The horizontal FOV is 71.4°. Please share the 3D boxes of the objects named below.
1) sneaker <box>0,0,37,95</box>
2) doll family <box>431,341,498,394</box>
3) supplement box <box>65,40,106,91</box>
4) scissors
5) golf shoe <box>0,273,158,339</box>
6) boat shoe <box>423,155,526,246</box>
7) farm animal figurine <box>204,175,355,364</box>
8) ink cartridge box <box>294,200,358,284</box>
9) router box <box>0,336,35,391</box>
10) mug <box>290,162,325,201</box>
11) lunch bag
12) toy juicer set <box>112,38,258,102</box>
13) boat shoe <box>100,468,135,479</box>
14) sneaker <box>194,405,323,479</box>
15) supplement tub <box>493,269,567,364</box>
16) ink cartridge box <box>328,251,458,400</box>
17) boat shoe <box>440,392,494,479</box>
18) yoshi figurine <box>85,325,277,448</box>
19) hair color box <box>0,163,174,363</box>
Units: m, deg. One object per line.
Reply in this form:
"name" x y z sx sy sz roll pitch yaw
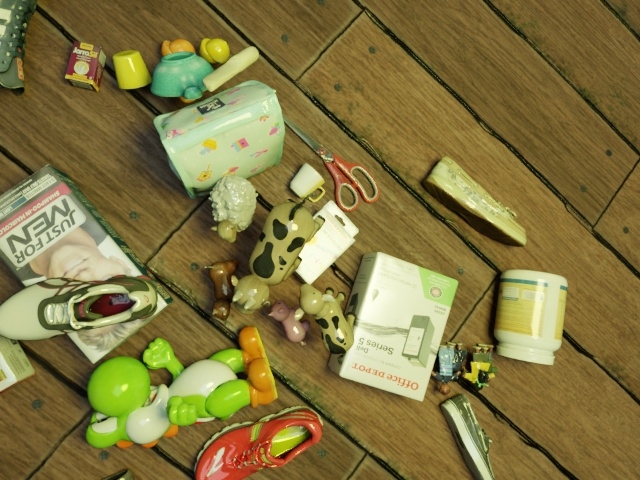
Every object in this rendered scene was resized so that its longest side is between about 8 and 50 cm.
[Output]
"sneaker" -0.619 -0.380 0.871 0.148 0.131 0.350 38 85 -14
"doll family" 0.336 0.299 1.038 0.193 0.076 0.111 6 89 -6
"supplement box" -0.488 -0.362 0.930 0.055 0.043 0.083 10 83 -9
"scissors" 0.024 -0.199 1.038 0.109 0.021 0.297 -35 92 -10
"golf shoe" -0.423 0.110 0.762 0.273 0.120 0.105 -11 91 -11
"boat shoe" 0.382 -0.088 1.058 0.285 0.104 0.089 36 82 -6
"farm animal figurine" -0.076 0.069 0.841 0.330 0.172 0.327 15 109 9
"ink cartridge box" 0.000 0.000 0.993 0.181 0.061 0.104 -44 95 -12
"router box" -0.762 0.187 0.809 0.301 0.082 0.335 -29 92 -12
"mug" -0.029 -0.124 1.000 0.078 0.062 0.064 44 87 1
"lunch bag" -0.191 -0.196 0.867 0.223 0.262 0.160 -26 91 -12
"toy juicer set" -0.241 -0.332 0.888 0.209 0.329 0.089 -40 138 -36
"boat shoe" -0.471 0.506 0.850 0.227 0.081 0.069 -12 85 -19
"sneaker" -0.125 0.421 0.905 0.279 0.118 0.107 -23 90 -13
"supplement tub" 0.485 0.175 1.038 0.144 0.144 0.200 11 83 -11
"ink cartridge box" 0.158 0.186 0.984 0.198 0.115 0.273 20 82 -10
"boat shoe" 0.356 0.462 1.023 0.070 0.078 0.219 -24 89 -11
"yoshi figurine" -0.281 0.274 0.859 0.362 0.203 0.203 -18 74 -10
"hair color box" -0.471 0.045 0.870 0.174 0.105 0.347 -40 95 -11
